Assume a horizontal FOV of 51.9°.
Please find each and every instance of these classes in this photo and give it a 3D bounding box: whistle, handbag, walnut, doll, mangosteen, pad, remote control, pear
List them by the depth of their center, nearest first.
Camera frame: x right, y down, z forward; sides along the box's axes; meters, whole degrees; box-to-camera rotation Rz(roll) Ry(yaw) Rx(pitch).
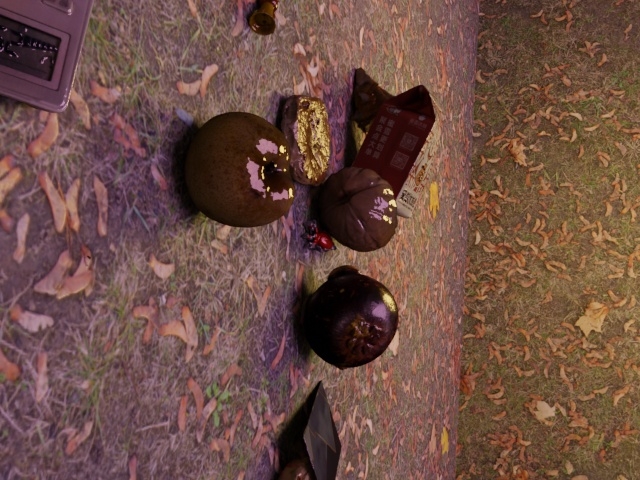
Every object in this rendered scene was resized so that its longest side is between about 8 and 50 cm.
[{"bbox_3d":[-0.274,-0.278,0.642,0.109,0.055,0.312,17,73,-33],"label":"remote control"},{"bbox_3d":[-0.113,-0.101,0.935,0.167,0.137,0.167,0,90,-48],"label":"pear"},{"bbox_3d":[-0.086,-0.394,1.133,0.057,0.046,0.109,52,35,-35],"label":"whistle"},{"bbox_3d":[0.008,0.394,1.289,0.243,0.004,0.163,-59,133,-75],"label":"pad"},{"bbox_3d":[0.055,0.145,1.322,0.217,0.192,0.192,-116,-167,-63],"label":"mangosteen"},{"bbox_3d":[-0.001,0.001,1.341,0.114,0.039,0.057,36,27,-51],"label":"doll"},{"bbox_3d":[0.084,-0.058,1.390,0.230,0.178,0.178,47,46,-72],"label":"walnut"},{"bbox_3d":[0.193,-0.217,1.555,0.298,0.151,0.171,-65,157,3],"label":"handbag"}]

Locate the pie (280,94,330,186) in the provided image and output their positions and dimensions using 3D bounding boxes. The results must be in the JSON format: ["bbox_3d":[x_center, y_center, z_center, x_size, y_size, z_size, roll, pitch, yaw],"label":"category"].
[{"bbox_3d":[-0.026,-0.190,1.271,0.195,0.046,0.195,1,90,-68],"label":"pie"}]

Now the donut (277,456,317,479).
[{"bbox_3d":[-0.039,0.485,1.209,0.175,0.068,0.174,-3,90,-66],"label":"donut"}]

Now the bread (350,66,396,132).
[{"bbox_3d":[0.142,-0.344,1.623,0.147,0.127,0.152,35,41,-64],"label":"bread"}]
